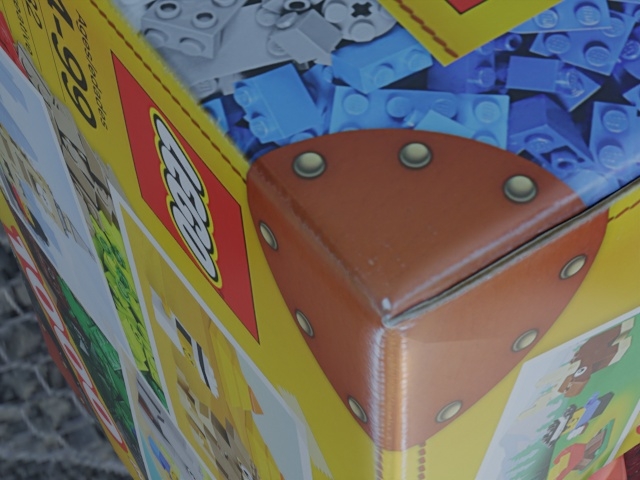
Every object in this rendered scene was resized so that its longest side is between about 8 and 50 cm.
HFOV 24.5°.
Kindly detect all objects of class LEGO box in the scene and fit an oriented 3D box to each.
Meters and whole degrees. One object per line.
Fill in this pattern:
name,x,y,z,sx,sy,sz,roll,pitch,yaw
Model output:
LEGO box,0.000,0.000,0.638,0.193,0.372,0.500,-30,148,-17
